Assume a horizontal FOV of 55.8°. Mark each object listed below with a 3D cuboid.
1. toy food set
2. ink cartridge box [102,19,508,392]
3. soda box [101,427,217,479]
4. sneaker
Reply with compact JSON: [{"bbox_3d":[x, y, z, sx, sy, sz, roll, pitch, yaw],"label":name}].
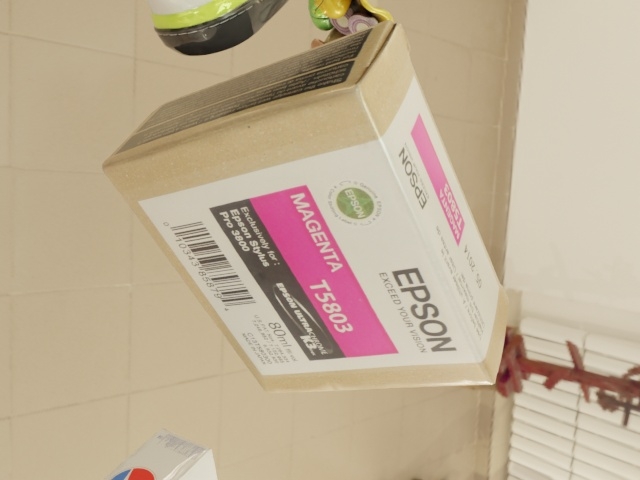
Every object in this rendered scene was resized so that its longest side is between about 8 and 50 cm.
[{"bbox_3d":[0.031,-0.266,0.795,0.071,0.128,0.218,-45,161,-6],"label":"toy food set"},{"bbox_3d":[0.000,0.000,0.418,0.235,0.193,0.088,60,36,-29],"label":"ink cartridge box"},{"bbox_3d":[-0.184,0.268,0.529,0.216,0.069,0.074,-36,128,-49],"label":"soda box"},{"bbox_3d":[-0.040,-0.213,0.381,0.235,0.084,0.097,-64,143,-36],"label":"sneaker"}]
